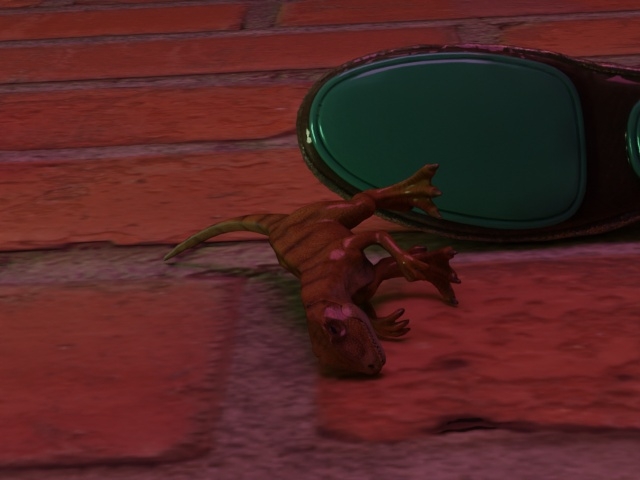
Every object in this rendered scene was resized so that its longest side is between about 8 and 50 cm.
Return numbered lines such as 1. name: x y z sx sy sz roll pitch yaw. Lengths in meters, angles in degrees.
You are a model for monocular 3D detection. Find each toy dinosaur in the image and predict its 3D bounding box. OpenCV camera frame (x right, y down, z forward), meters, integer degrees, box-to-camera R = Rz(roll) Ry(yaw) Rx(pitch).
1. toy dinosaur: 0.000 0.000 0.738 0.112 0.064 0.211 -9 16 -16

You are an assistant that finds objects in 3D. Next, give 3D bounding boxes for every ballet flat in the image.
1. ballet flat: 0.146 -0.047 0.855 0.316 0.108 0.106 3 -4 4
